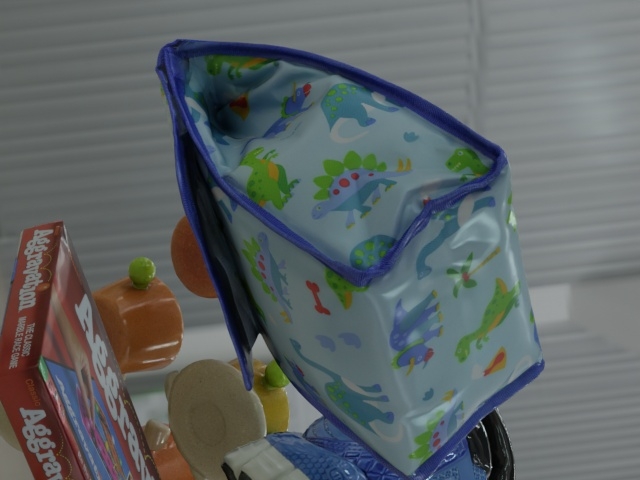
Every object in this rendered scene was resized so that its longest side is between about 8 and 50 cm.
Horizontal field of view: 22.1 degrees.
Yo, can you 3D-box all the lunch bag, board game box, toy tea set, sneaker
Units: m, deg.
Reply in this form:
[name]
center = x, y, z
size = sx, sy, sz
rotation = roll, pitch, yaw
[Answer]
[lunch bag]
center = 0.000, 0.000, 0.629
size = 0.151, 0.096, 0.129
rotation = 37, -25, 36
[board game box]
center = -0.108, 0.143, 0.868
size = 0.145, 0.027, 0.281
rotation = -100, 174, -61
[toy tea set]
center = -0.094, 0.098, 1.186
size = 0.336, 0.124, 0.200
rotation = -38, -105, 37
[sneaker]
center = 0.038, 0.149, 0.895
size = 0.130, 0.147, 0.330
rotation = 64, -7, 10
